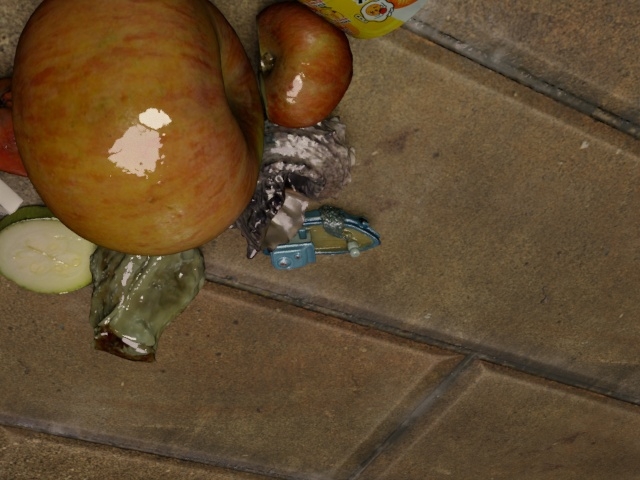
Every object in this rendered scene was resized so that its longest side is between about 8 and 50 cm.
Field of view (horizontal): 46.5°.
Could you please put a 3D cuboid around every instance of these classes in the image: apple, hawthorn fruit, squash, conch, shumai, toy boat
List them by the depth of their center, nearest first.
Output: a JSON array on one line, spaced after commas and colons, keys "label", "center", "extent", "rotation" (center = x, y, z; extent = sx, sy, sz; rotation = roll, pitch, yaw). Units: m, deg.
[{"label": "apple", "center": [-0.264, -0.173, 1.079], "extent": [0.333, 0.400, 0.400], "rotation": [-12, 133, 14]}, {"label": "apple", "center": [-0.031, -0.269, 1.140], "extent": [0.160, 0.195, 0.173], "rotation": [-13, 171, 14]}, {"label": "hawthorn fruit", "center": [-0.479, -0.168, 1.229], "extent": [0.162, 0.163, 0.203], "rotation": [-15, 155, 6]}, {"label": "conch", "center": [-0.061, -0.112, 1.319], "extent": [0.240, 0.186, 0.313], "rotation": [16, 109, -31]}, {"label": "shumai", "center": [-0.322, 0.098, 1.421], "extent": [0.225, 0.222, 0.261], "rotation": [13, 123, -33]}, {"label": "toy boat", "center": [0.000, 0.000, 1.460], "extent": [0.237, 0.098, 0.109], "rotation": [-6, 136, -2]}, {"label": "squash", "center": [-0.527, 0.022, 1.461], "extent": [0.219, 0.041, 0.219], "rotation": [-6, 136, -6]}]

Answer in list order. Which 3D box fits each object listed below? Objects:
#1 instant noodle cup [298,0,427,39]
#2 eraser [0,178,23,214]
[{"label": "instant noodle cup", "center": [0.038, -0.410, 1.001], "extent": [0.264, 0.264, 0.200], "rotation": [-36, 136, 23]}, {"label": "eraser", "center": [-0.603, -0.116, 1.227], "extent": [0.230, 0.038, 0.157], "rotation": [11, 148, 44]}]
